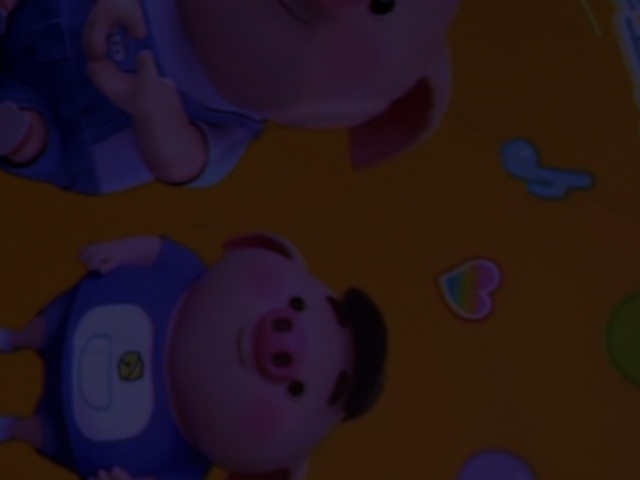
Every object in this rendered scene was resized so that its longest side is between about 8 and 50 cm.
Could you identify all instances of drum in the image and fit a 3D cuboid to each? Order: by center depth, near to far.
[{"bbox_3d":[0.000,0.000,0.504,0.431,0.431,0.214,-10,163,8],"label":"drum"}]
